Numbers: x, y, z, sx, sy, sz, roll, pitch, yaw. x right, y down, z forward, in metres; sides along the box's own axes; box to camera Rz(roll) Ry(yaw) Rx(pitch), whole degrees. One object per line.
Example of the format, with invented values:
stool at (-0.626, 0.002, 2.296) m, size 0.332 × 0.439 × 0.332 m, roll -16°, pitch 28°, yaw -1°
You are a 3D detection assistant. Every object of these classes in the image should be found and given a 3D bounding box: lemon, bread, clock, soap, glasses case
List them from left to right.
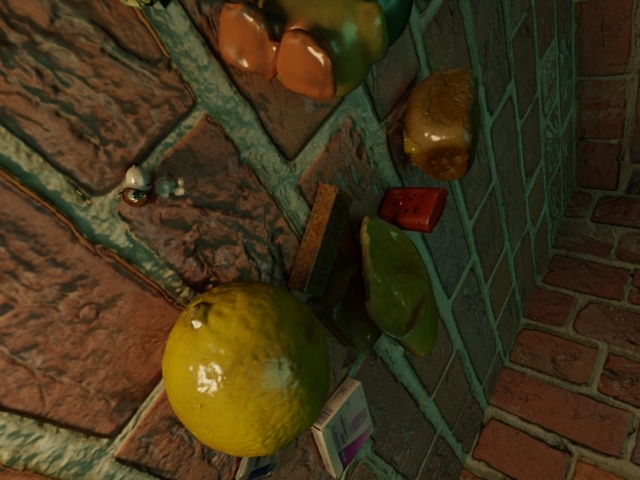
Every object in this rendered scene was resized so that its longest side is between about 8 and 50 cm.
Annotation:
lemon at (-0.106, 0.189, 0.645) m, size 0.267 × 0.267 × 0.267 m, roll -19°, pitch 115°, yaw -46°
glasses case at (0.000, 0.000, 0.867) m, size 0.075 × 0.049 × 0.218 m, roll 24°, pitch 83°, yaw -58°
soap at (0.074, 0.159, 0.986) m, size 0.135 × 0.076 × 0.233 m, roll -59°, pitch 137°, yaw -22°
soap at (0.208, 0.123, 1.026) m, size 0.427 × 0.115 × 0.305 m, roll 36°, pitch 39°, yaw -61°
clock at (0.218, -0.082, 1.024) m, size 0.061 × 0.155 × 0.113 m, roll 38°, pitch 71°, yaw -39°
bread at (0.290, -0.282, 1.035) m, size 0.195 × 0.176 × 0.246 m, roll 56°, pitch 43°, yaw -55°

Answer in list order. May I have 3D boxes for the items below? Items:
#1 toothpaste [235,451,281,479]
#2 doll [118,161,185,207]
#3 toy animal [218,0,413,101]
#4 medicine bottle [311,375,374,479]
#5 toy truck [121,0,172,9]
toothpaste at (-0.093, 0.371, 0.871) m, size 0.099 × 0.068 × 0.282 m, roll 18°, pitch 98°, yaw -21°
doll at (-0.229, -0.069, 0.580) m, size 0.085 × 0.040 × 0.058 m, roll 19°, pitch 76°, yaw -51°
toy animal at (0.017, -0.337, 0.680) m, size 0.338 × 0.216 × 0.191 m, roll -53°, pitch 163°, yaw -30°
medicine bottle at (0.056, 0.473, 1.083) m, size 0.171 × 0.052 × 0.201 m, roll -38°, pitch 126°, yaw -37°
toy truck at (-0.229, -0.336, 0.436) m, size 0.085 × 0.116 × 0.191 m, roll -63°, pitch 149°, yaw -15°
